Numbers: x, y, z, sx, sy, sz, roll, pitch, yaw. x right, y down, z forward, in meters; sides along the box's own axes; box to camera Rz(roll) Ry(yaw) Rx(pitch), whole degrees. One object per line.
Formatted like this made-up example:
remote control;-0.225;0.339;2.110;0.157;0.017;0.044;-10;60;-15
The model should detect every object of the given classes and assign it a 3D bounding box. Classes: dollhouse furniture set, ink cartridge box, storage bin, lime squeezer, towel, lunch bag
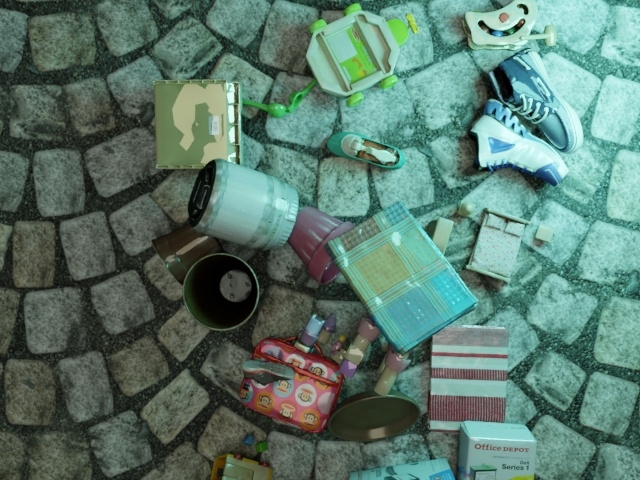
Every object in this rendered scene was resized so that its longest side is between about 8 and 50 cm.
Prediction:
dollhouse furniture set;0.482;0.056;1.850;0.355;0.174;0.304;17;92;3
ink cartridge box;0.240;0.749;1.843;0.307;0.223;0.129;-10;89;4
storage bin;-0.363;-0.347;1.911;0.260;0.123;0.263;0;96;3
lime squeezer;-0.106;-0.439;1.952;0.310;0.059;0.110;-21;57;4
towel;0.448;0.421;1.925;0.236;0.037;0.330;2;92;1
towel;0.217;0.094;1.721;0.271;0.040;0.370;-31;74;-14
ink cartridge box;0.512;0.691;1.865;0.201;0.117;0.279;3;96;1
lunch bag;-0.077;0.416;1.919;0.292;0.120;0.258;20;87;5

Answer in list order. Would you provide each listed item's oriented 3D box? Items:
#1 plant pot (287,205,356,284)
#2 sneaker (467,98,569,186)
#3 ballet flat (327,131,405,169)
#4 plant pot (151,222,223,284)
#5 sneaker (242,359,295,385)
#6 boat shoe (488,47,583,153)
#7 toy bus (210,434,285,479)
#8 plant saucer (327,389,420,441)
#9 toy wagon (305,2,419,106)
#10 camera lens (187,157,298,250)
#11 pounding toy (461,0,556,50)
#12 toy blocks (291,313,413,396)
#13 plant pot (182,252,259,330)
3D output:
plant pot;0.000;0.000;1.880;0.180;0.201;0.201;39;93;17
sneaker;0.557;-0.249;1.878;0.315;0.127;0.182;44;96;9
ballet flat;0.139;-0.276;1.911;0.247;0.087;0.083;17;92;4
plant pot;-0.395;0.022;1.918;0.165;0.167;0.167;-33;88;-6
sneaker;-0.151;0.392;1.846;0.157;0.061;0.065;8;112;10
boat shoe;0.615;-0.387;1.839;0.158;0.127;0.341;-23;80;-28
toy bus;-0.235;0.719;1.931;0.104;0.190;0.202;-29;87;46
plant saucer;0.155;0.512;1.859;0.277;0.278;0.041;-13;48;3
toy wagon;0.134;-0.574;1.911;0.344;0.068;0.267;-27;89;-5
camera lens;-0.229;-0.100;1.829;0.274;0.219;0.220;17;92;-25
pounding toy;0.557;-0.646;1.849;0.269;0.155;0.154;1;95;4
toy blocks;0.128;0.239;1.820;0.308;0.288;0.260;28;96;6
plant pot;-0.271;0.143;1.867;0.215;0.230;0.216;0;90;3
